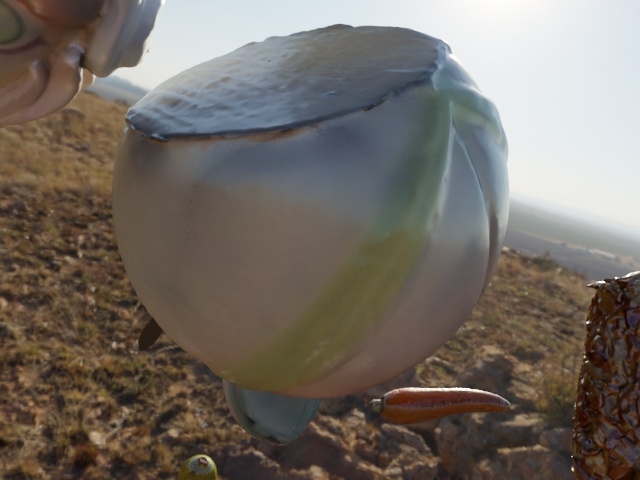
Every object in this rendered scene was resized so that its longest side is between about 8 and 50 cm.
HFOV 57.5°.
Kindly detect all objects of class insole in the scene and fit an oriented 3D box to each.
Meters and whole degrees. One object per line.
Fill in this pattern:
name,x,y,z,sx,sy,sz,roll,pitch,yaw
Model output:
insole,-0.324,0.167,1.199,0.004,0.188,0.064,22,39,-41

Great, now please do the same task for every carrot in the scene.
carrot,0.119,0.161,0.574,0.142,0.035,0.035,-2,11,-2

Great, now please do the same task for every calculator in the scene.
calculator,-0.040,0.161,0.738,0.041,0.186,0.299,13,-27,25

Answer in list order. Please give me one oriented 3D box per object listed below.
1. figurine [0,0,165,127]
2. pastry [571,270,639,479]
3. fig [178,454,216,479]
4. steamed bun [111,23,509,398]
figurine,-0.174,-0.212,0.347,0.253,0.361,0.211,50,19,-19
pastry,0.202,0.102,0.394,0.063,0.170,0.087,9,-15,31
fig,-0.233,0.448,1.122,0.073,0.088,0.074,19,30,-11
steamed bun,0.000,0.000,0.469,0.309,0.310,0.309,16,10,-3
